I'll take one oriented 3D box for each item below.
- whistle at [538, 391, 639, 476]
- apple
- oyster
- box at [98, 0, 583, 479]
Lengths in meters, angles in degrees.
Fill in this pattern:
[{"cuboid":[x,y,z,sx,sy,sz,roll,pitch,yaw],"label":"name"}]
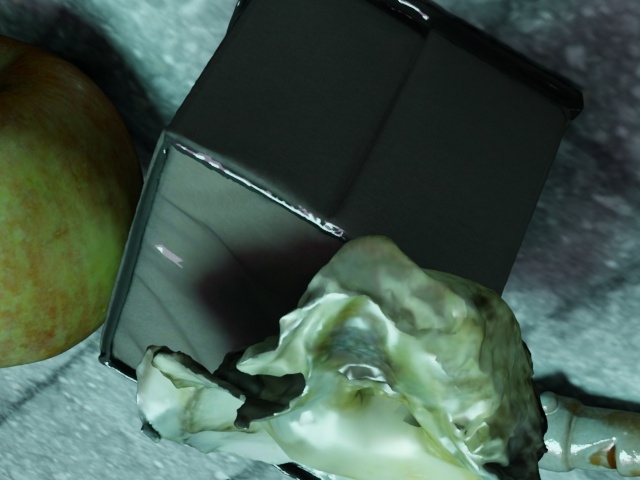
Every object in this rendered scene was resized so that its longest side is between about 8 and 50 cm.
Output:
[{"cuboid":[0.117,0.113,1.023,0.220,0.057,0.107,6,137,24],"label":"whistle"},{"cuboid":[-0.195,-0.025,0.948,0.188,0.188,0.173,17,132,18],"label":"apple"},{"cuboid":[0.020,0.087,0.746,0.271,0.100,0.275,-8,143,44],"label":"oyster"},{"cuboid":[0.000,0.000,0.866,0.188,0.153,0.252,29,146,-1],"label":"box"}]
